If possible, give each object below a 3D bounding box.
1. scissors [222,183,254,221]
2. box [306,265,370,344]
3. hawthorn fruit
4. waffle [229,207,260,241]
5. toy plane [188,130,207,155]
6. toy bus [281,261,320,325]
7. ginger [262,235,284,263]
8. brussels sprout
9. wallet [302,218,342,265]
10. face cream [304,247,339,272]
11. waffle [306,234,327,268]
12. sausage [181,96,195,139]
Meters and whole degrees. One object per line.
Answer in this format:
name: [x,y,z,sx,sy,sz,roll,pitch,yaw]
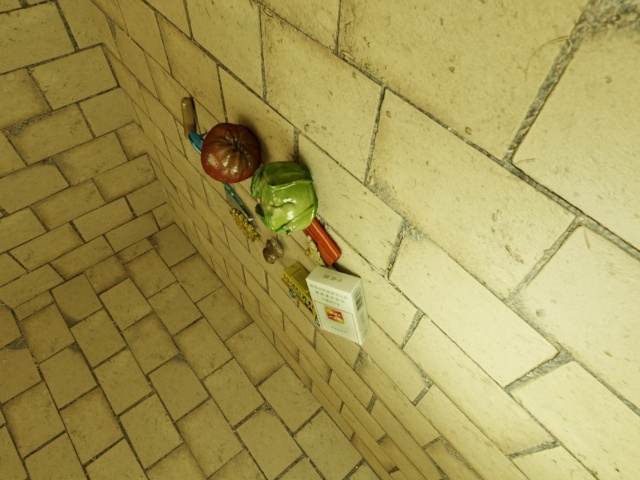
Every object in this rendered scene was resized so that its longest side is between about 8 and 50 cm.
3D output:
scissors: [-0.451,-0.212,2.214,0.289,0.041,0.138,49,161,17]
box: [0.080,0.270,1.679,0.210,0.095,0.330,15,139,31]
hawthorn fruit: [-0.369,-0.346,1.655,0.262,0.258,0.258,-30,94,38]
waffle: [-0.428,-0.086,2.287,0.231,0.051,0.229,55,166,-19]
toy plane: [-0.569,-0.445,2.067,0.271,0.105,0.254,59,155,-2]
toy bus: [-0.049,0.252,1.947,0.335,0.121,0.123,43,146,30]
ginger: [-0.258,0.056,2.132,0.122,0.084,0.290,50,157,-2]
brussels sprout: [-0.129,-0.153,1.464,0.294,0.227,0.259,-177,71,-70]
wallet: [0.000,0.000,1.620,0.204,0.045,0.142,53,157,9]
face cream: [0.007,0.096,1.721,0.182,0.051,0.072,42,159,28]
waffle: [-0.014,0.049,1.624,0.097,0.023,0.152,44,161,29]
sausage: [-0.684,-0.629,2.110,0.065,0.066,0.301,53,158,7]
